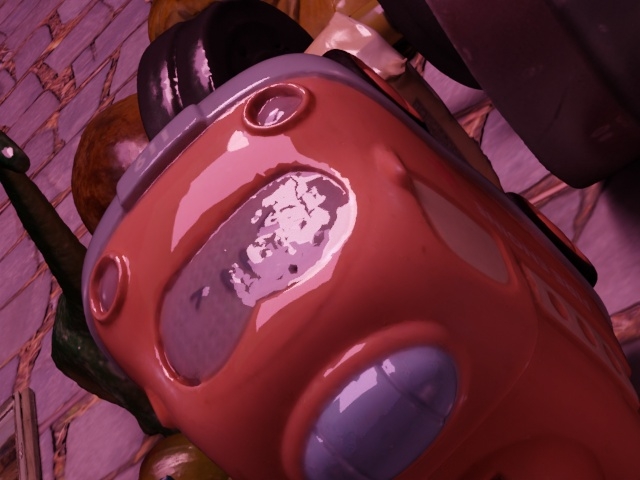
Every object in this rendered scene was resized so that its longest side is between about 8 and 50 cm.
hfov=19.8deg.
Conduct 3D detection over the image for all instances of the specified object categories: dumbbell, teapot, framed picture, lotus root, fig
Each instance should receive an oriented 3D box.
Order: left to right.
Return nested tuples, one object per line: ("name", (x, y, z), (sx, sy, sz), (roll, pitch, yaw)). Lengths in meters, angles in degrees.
("framed picture", (-0.330, 0.253, 1.515), (0.274, 0.017, 0.217), (-46, 20, 5))
("lotus root", (-0.139, -0.051, 1.535), (0.145, 0.128, 0.260), (-62, 16, 1))
("fig", (-0.069, 0.150, 1.126), (0.088, 0.074, 0.074), (-22, 25, 7))
("dumbbell", (0.025, -0.141, 1.298), (0.388, 0.185, 0.185), (-33, 25, 30))
("teapot", (0.210, -0.221, 1.035), (0.312, 0.233, 0.315), (-31, 27, 15))

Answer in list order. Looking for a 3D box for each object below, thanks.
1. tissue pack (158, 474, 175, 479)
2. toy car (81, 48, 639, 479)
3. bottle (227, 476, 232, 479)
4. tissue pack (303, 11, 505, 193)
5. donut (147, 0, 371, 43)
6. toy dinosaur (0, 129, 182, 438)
("tissue pack", (-0.077, 0.250, 0.766), (0.271, 0.192, 0.134), (-47, 52, 3))
("toy car", (0.032, 0.057, 0.826), (0.180, 0.270, 0.212), (-47, 30, 9))
("bottle", (-0.007, 0.121, 1.036), (0.269, 0.083, 0.083), (-51, 21, 3))
("tissue pack", (0.000, 0.000, 1.094), (0.090, 0.186, 0.222), (34, 83, 37))
("donut", (0.001, -0.263, 1.592), (0.360, 0.170, 0.360), (-45, 17, 17))
("toy dinosaur", (-0.176, 0.031, 1.216), (0.087, 0.301, 0.447), (-55, 24, -14))
